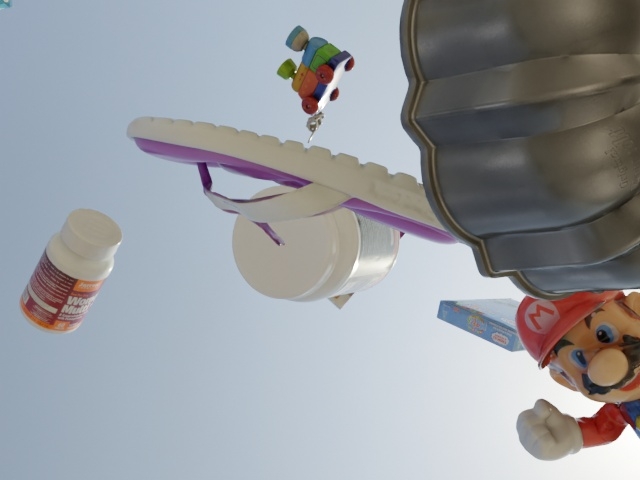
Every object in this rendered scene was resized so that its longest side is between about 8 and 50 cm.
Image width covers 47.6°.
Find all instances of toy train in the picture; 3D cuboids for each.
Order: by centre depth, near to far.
[{"bbox_3d":[-0.039,-0.341,1.599,0.143,0.248,0.105,40,-134,9],"label":"toy train"}]

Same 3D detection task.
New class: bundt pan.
[{"bbox_3d":[0.218,-0.115,0.491,0.331,0.124,0.330,-2,-86,-34],"label":"bundt pan"}]

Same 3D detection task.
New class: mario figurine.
[{"bbox_3d":[0.320,0.160,0.686,0.320,0.170,0.198,41,-112,10],"label":"mario figurine"}]

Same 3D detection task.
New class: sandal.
[{"bbox_3d":[-0.025,-0.043,0.743,0.417,0.169,0.102,16,-91,16],"label":"sandal"}]

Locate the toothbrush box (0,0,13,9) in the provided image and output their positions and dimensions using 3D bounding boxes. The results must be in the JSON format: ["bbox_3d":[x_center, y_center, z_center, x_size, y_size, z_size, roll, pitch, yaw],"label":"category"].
[{"bbox_3d":[-0.724,-0.455,1.251,0.217,0.126,0.295,13,-151,17],"label":"toothbrush box"}]

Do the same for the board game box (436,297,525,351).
[{"bbox_3d":[0.329,0.141,1.250,0.212,0.160,0.039,4,-77,-42],"label":"board game box"}]

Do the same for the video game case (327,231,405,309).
[{"bbox_3d":[0.036,-0.013,1.472,0.210,0.042,0.232,41,-96,5],"label":"video game case"}]

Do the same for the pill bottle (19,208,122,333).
[{"bbox_3d":[-0.451,0.056,1.316,0.121,0.221,0.121,28,-153,-16],"label":"pill bottle"}]

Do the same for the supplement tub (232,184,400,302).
[{"bbox_3d":[0.000,0.000,1.176,0.272,0.191,0.191,-2,-109,-64],"label":"supplement tub"}]
